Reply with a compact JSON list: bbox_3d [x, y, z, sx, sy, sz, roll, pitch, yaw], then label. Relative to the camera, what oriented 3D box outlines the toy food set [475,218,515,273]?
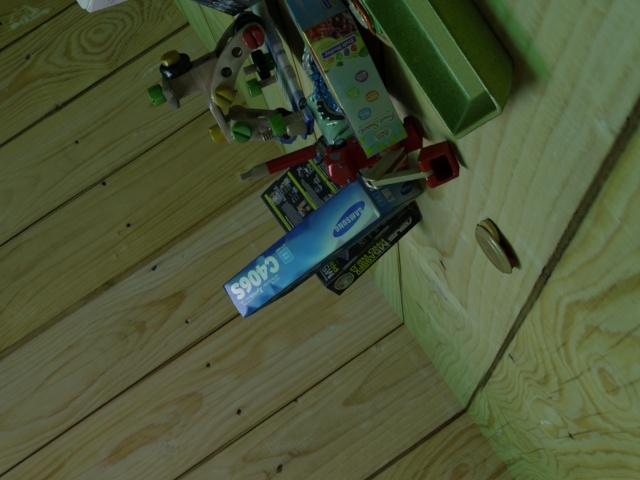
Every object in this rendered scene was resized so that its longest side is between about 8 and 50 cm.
[{"bbox_3d":[0.242,0.010,1.238,0.083,0.020,0.082,55,176,8],"label":"toy food set"}]

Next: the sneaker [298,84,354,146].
[{"bbox_3d":[0.035,-0.201,1.503,0.151,0.094,0.256,60,174,-15],"label":"sneaker"}]

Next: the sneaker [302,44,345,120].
[{"bbox_3d":[0.011,-0.278,1.392,0.191,0.071,0.083,82,-174,-56],"label":"sneaker"}]

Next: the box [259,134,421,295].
[{"bbox_3d":[0.032,-0.064,1.708,0.060,0.216,0.270,32,-163,-54],"label":"box"}]

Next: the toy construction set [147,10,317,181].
[{"bbox_3d":[-0.168,-0.231,1.600,0.257,0.237,0.309,74,173,-57],"label":"toy construction set"}]

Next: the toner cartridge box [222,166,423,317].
[{"bbox_3d":[0.000,0.000,1.525,0.075,0.348,0.165,55,-145,4],"label":"toner cartridge box"}]

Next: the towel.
[{"bbox_3d":[-0.072,-0.342,1.706,0.209,0.034,0.285,112,135,-86],"label":"towel"}]

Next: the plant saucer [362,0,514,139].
[{"bbox_3d":[0.117,-0.198,0.865,0.188,0.045,0.188,57,176,-1],"label":"plant saucer"}]

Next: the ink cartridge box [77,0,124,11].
[{"bbox_3d":[-0.345,-0.562,1.621,0.207,0.283,0.117,55,149,10],"label":"ink cartridge box"}]

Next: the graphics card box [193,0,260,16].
[{"bbox_3d":[-0.271,-0.469,1.406,0.370,0.094,0.233,16,-178,-19],"label":"graphics card box"}]

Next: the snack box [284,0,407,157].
[{"bbox_3d":[0.031,-0.242,1.210,0.207,0.070,0.174,60,-175,-36],"label":"snack box"}]

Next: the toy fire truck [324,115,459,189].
[{"bbox_3d":[0.092,-0.109,1.226,0.047,0.192,0.135,59,-157,-32],"label":"toy fire truck"}]

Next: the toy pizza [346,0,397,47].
[{"bbox_3d":[0.044,-0.298,1.025,0.201,0.032,0.201,55,176,6],"label":"toy pizza"}]
